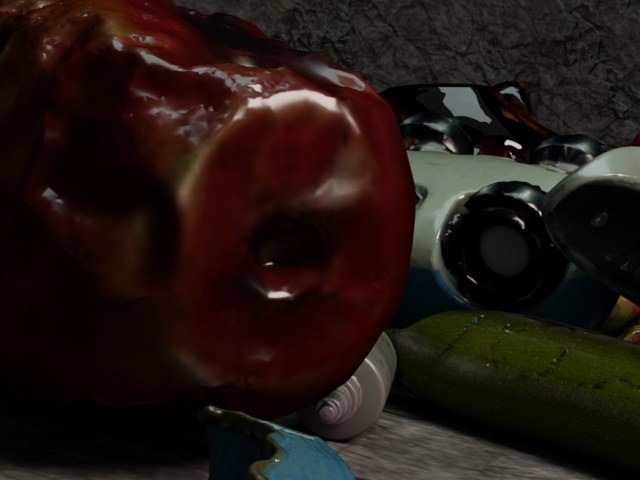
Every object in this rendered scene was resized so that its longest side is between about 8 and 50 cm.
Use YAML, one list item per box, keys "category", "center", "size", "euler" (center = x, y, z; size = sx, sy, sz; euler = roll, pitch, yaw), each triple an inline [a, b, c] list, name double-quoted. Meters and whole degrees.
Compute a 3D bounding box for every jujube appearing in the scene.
- category: "jujube"
  center: [-0.115, -0.029, 0.898]
  size: [0.277, 0.276, 0.377]
  euler: [5, 3, -34]

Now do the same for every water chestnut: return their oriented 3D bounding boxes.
- category: "water chestnut"
  center: [0.137, -0.039, 1.535]
  size: [0.289, 0.244, 0.289]
  euler: [7, 7, -1]

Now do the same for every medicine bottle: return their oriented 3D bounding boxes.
- category: "medicine bottle"
  center: [0.014, 0.088, 0.958]
  size: [0.058, 0.057, 0.199]
  euler: [9, 4, 5]

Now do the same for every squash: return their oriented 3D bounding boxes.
- category: "squash"
  center: [0.148, 0.093, 1.007]
  size: [0.332, 0.087, 0.087]
  euler: [12, 6, 42]

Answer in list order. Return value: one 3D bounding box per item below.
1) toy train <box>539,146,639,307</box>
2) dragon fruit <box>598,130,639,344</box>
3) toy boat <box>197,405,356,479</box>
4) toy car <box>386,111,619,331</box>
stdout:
- category: "toy train"
  center: [0.287, 0.024, 1.098]
  size: [0.407, 0.086, 0.088]
  euler: [30, 34, -35]
- category: "dragon fruit"
  center: [0.324, 0.008, 1.311]
  size: [0.303, 0.231, 0.237]
  euler: [-42, 16, -19]
- category: "toy boat"
  center: [-0.027, 0.109, 0.546]
  size: [0.077, 0.075, 0.185]
  euler: [11, 9, -11]
- category: "toy car"
  center: [0.107, 0.019, 1.177]
  size: [0.255, 0.190, 0.188]
  euler: [11, 24, 22]
